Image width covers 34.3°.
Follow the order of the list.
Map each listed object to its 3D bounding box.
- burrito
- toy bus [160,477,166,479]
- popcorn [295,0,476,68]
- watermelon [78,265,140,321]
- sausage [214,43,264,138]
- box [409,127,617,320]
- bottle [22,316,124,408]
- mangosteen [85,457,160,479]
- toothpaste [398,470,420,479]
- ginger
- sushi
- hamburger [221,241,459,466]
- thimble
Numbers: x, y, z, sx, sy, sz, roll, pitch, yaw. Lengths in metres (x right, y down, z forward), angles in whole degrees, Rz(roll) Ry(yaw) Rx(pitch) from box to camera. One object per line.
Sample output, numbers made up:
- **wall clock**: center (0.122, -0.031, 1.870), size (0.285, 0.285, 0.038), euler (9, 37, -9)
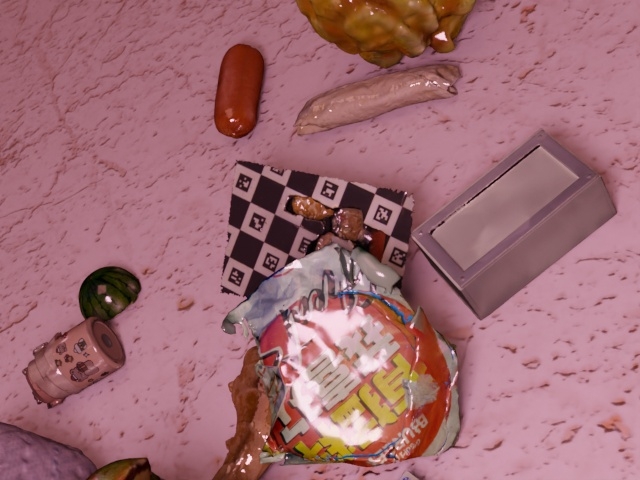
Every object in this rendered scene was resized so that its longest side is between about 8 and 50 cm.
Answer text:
- **burrito**: center (0.084, -0.222, 1.620), size (0.275, 0.059, 0.082), euler (-11, 36, 24)
- **toy bus**: center (-0.249, 0.388, 1.312), size (0.098, 0.087, 0.178), euler (-45, 33, 41)
- **popcorn**: center (0.109, -0.438, 1.594), size (0.326, 0.321, 0.290), euler (-47, 42, 17)
- **watermelon**: center (-0.342, 0.079, 1.641), size (0.105, 0.062, 0.105), euler (-21, 38, 17)
- **sausage**: center (-0.140, -0.255, 1.776), size (0.076, 0.076, 0.197), euler (-13, 51, 23)
- **box**: center (0.246, -0.024, 1.341), size (0.225, 0.086, 0.129), euler (-39, 45, 0)
- **bottle**: center (-0.381, 0.186, 1.560), size (0.152, 0.099, 0.099), euler (-31, 45, 12)
- **mangosteen**: center (-0.164, 0.390, 1.113), size (0.311, 0.311, 0.311), euler (-17, 48, 20)
- **toothpaste**: center (0.143, 0.324, 1.164), size (0.046, 0.034, 0.164), euler (-47, 45, -14)
- **ginger**: center (-0.066, 0.226, 1.346), size (0.148, 0.081, 0.334), euler (25, 72, 19)
- **sushi**: center (0.000, 0.000, 1.432), size (0.279, 0.043, 0.192), euler (9, 94, 26)
- **hamburger**: center (0.036, 0.144, 1.267), size (0.260, 0.150, 0.276), euler (-17, 83, 14)
- **thimble**: center (-0.396, 0.364, 1.337), size (0.217, 0.157, 0.245), euler (-55, 26, 23)
